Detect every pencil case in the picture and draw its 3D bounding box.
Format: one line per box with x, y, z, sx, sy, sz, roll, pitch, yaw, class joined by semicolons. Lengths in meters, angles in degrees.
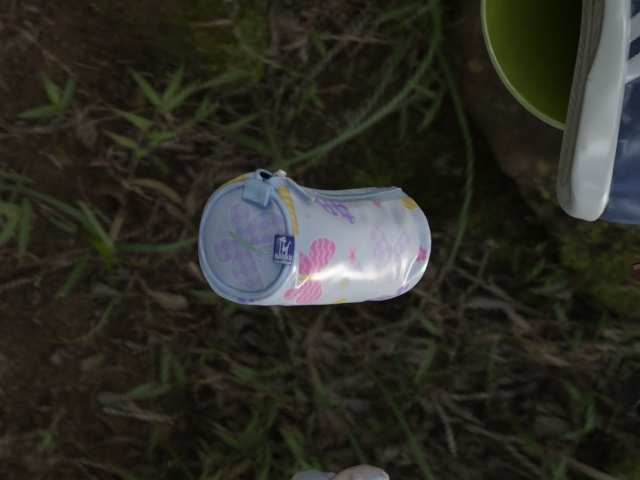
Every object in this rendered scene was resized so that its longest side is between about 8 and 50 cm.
0.000;0.000;1.224;0.273;0.113;0.124;4;90;-56;pencil case

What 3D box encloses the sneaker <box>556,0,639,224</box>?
0.302;-0.180;1.081;0.131;0.148;0.350;60;39;-86;sneaker

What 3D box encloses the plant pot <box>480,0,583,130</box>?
0.362;-0.261;1.393;0.293;0.274;0.275;-15;116;-57;plant pot

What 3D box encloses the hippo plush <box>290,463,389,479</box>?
-0.042;0.383;1.341;0.236;0.294;0.234;6;144;-38;hippo plush

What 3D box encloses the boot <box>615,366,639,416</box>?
0.492;0.189;1.242;0.348;0.260;0.131;-12;145;-21;boot

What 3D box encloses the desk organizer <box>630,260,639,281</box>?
0.447;0.064;1.576;0.130;0.047;0.050;22;61;-38;desk organizer
